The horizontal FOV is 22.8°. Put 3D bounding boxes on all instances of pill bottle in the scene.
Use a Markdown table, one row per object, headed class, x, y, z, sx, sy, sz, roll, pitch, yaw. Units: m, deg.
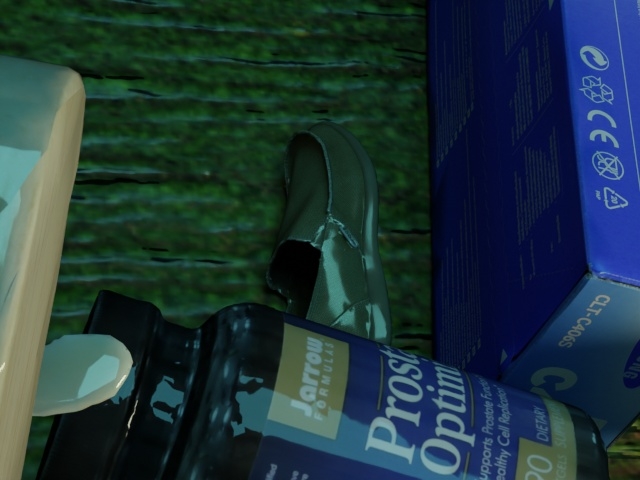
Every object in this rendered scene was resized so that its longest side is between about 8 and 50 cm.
| class | x | y | z | sx | sy | sz | roll | pitch | yaw |
| --- | --- | --- | --- | --- | --- | --- | --- | --- | --- |
| pill bottle | -0.002 | 0.098 | 0.664 | 0.219 | 0.123 | 0.122 | 18 | 48 | -9 |

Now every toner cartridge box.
| class | x | y | z | sx | sy | sz | roll | pitch | yaw |
| --- | --- | --- | --- | --- | --- | --- | --- | --- | --- |
| toner cartridge box | 0.120 | -0.065 | 0.820 | 0.075 | 0.165 | 0.347 | 13 | 50 | -13 |

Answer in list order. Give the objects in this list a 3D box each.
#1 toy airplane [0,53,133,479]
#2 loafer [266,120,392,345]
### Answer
| class | x | y | z | sx | sy | sz | roll | pitch | yaw |
| --- | --- | --- | --- | --- | --- | --- | --- | --- | --- |
| toy airplane | -0.120 | 0.205 | 0.375 | 0.272 | 0.384 | 0.386 | 9 | 41 | 18 |
| loafer | 0.000 | 0.000 | 0.788 | 0.050 | 0.056 | 0.148 | 7 | 51 | -26 |
